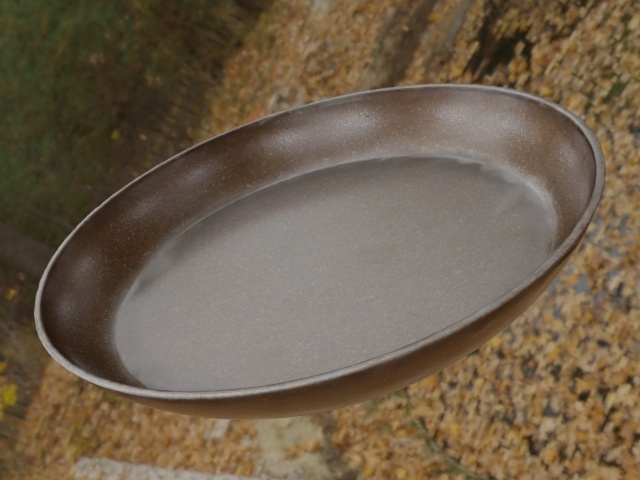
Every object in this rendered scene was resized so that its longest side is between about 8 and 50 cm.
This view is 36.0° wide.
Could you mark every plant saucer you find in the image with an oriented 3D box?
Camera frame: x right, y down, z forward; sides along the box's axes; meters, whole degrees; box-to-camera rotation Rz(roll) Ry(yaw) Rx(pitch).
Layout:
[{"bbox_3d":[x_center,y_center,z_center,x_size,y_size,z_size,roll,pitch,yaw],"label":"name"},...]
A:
[{"bbox_3d":[0.000,0.000,0.542,0.310,0.050,0.311,-15,27,8],"label":"plant saucer"}]
